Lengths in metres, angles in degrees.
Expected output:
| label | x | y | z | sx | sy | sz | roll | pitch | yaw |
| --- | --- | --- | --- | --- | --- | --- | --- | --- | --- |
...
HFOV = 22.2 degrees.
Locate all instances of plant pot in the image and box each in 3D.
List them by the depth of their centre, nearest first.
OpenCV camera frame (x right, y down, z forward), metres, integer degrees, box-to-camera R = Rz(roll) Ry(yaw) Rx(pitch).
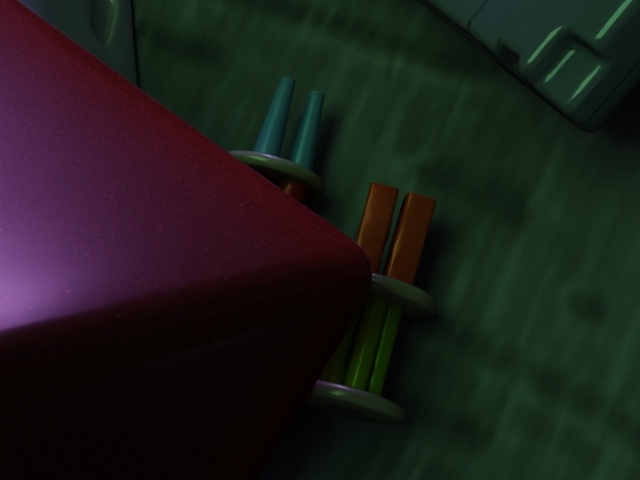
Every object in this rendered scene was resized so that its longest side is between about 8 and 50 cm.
| label | x | y | z | sx | sy | sz | roll | pitch | yaw |
| --- | --- | --- | --- | --- | --- | --- | --- | --- | --- |
| plant pot | -0.188 | 0.056 | 0.634 | 0.267 | 0.236 | 0.267 | 36 | 109 | 18 |

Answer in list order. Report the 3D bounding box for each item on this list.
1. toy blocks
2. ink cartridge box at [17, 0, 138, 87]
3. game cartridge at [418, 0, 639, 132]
| label | x | y | z | sx | sy | sz | roll | pitch | yaw |
| --- | --- | --- | --- | --- | --- | --- | --- | --- | --- |
| toy blocks | 0.000 | 0.000 | 0.734 | 0.123 | 0.054 | 0.148 | 6 | 75 | 32 |
| ink cartridge box | -0.250 | -0.096 | 0.876 | 0.283 | 0.117 | 0.207 | -19 | 63 | 23 |
| game cartridge | 0.091 | -0.196 | 0.732 | 0.198 | 0.062 | 0.297 | -47 | 47 | 4 |
